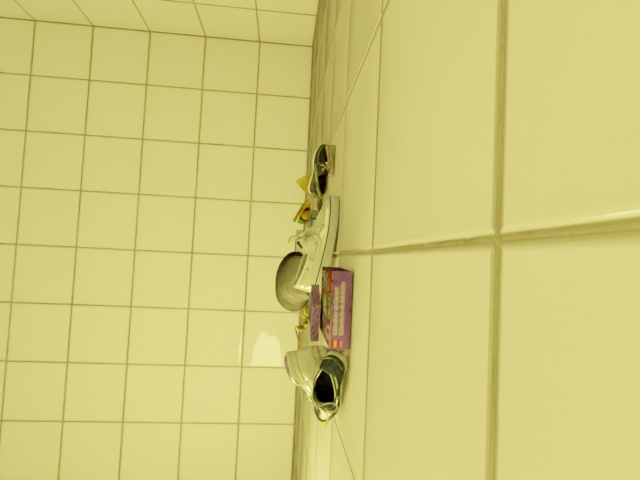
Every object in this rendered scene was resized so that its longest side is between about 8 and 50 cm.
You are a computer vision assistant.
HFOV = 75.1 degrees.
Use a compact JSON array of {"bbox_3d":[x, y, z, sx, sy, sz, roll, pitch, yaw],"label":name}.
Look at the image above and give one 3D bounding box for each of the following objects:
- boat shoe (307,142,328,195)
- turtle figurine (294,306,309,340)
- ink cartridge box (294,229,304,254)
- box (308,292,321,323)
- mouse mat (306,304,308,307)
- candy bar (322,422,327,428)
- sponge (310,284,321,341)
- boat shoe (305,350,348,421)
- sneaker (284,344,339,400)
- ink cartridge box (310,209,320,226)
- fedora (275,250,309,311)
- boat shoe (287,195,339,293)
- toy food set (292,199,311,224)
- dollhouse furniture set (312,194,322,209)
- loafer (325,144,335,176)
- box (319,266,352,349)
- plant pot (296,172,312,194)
[{"bbox_3d":[0.007,-0.317,1.873,0.079,0.083,0.234,21,104,45],"label":"boat shoe"},{"bbox_3d":[-0.068,0.369,2.125,0.217,0.087,0.270,114,168,-63],"label":"turtle figurine"},{"bbox_3d":[-0.100,0.078,2.495,0.273,0.114,0.197,-97,12,-66],"label":"ink cartridge box"},{"bbox_3d":[-0.008,0.237,1.615,0.137,0.072,0.126,-105,18,-72],"label":"box"},{"bbox_3d":[-0.071,0.210,1.998,0.190,0.007,0.152,69,-156,-13],"label":"mouse mat"},{"bbox_3d":[0.019,0.599,1.415,0.162,0.018,0.040,98,172,-52],"label":"candy bar"},{"bbox_3d":[-0.017,0.225,1.327,0.210,0.031,0.117,-99,12,-79],"label":"sponge"},{"bbox_3d":[0.015,0.407,1.109,0.079,0.095,0.255,-37,-31,-49],"label":"boat shoe"},{"bbox_3d":[0.006,0.399,1.245,0.305,0.152,0.114,62,-174,-54],"label":"sneaker"},{"bbox_3d":[-0.024,-0.089,2.088,0.123,0.052,0.089,-99,14,-61],"label":"ink cartridge box"},{"bbox_3d":[-0.079,0.176,1.860,0.124,0.243,0.276,-14,51,39],"label":"fedora"},{"bbox_3d":[-0.038,0.010,1.479,0.136,0.156,0.368,-99,21,-69],"label":"boat shoe"},{"bbox_3d":[-0.076,-0.132,2.106,0.128,0.071,0.218,-61,8,-4],"label":"toy food set"},{"bbox_3d":[-0.021,-0.228,2.104,0.076,0.058,0.152,-92,7,-47],"label":"dollhouse furniture set"},{"bbox_3d":[0.035,-0.312,1.630,0.045,0.039,0.126,170,103,-84],"label":"loafer"},{"bbox_3d":[0.039,0.180,1.196,0.293,0.057,0.201,160,112,-85],"label":"box"},{"bbox_3d":[-0.050,-0.297,2.195,0.134,0.134,0.095,167,79,-85],"label":"plant pot"}]
